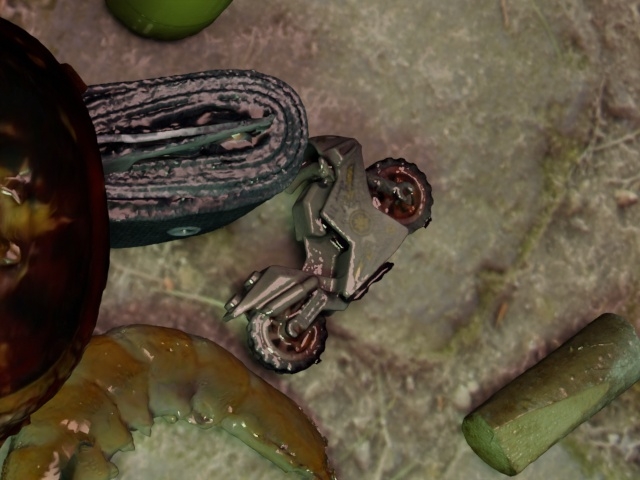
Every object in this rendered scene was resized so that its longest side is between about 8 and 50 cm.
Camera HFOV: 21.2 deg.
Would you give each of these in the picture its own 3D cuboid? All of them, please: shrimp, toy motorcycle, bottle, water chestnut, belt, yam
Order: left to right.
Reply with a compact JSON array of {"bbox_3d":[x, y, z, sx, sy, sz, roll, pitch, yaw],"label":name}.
[{"bbox_3d":[-0.309,-0.011,1.150,0.350,0.302,0.350,-16,115,-38],"label":"water chestnut"},{"bbox_3d":[-0.128,0.154,1.297,0.287,0.068,0.185,-12,85,-34],"label":"shrimp"},{"bbox_3d":[-0.114,-0.066,1.311,0.218,0.128,0.122,-10,81,-23],"label":"belt"},{"bbox_3d":[-0.088,-0.241,1.293,0.112,0.260,0.112,6,74,-20],"label":"bottle"},{"bbox_3d":[0.000,0.000,1.368,0.122,0.080,0.215,43,67,-8],"label":"toy motorcycle"},{"bbox_3d":[0.198,0.126,1.420,0.169,0.068,0.068,-34,91,-26],"label":"yam"}]
